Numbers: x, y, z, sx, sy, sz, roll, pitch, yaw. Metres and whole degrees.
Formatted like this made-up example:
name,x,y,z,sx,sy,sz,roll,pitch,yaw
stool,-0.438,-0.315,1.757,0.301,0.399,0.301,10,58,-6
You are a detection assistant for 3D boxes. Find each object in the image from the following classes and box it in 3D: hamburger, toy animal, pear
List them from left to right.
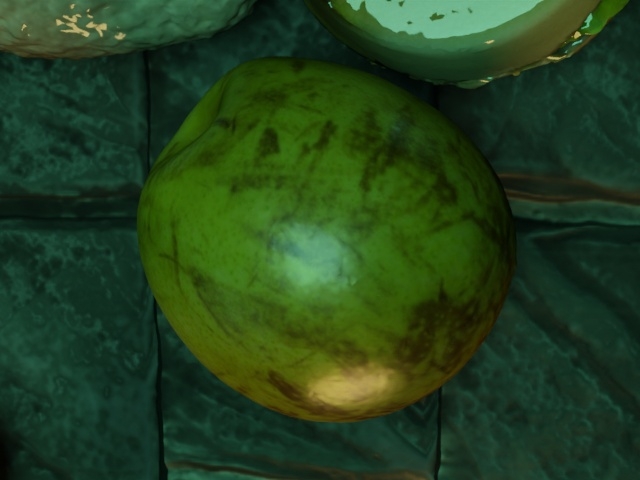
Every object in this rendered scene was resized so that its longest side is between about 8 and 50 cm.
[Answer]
name,x,y,z,sx,sy,sz,roll,pitch,yaw
toy animal,-0.228,-0.244,0.912,0.358,0.226,0.188,18,108,-19
pear,0.000,0.000,0.882,0.281,0.281,0.280,1,97,12
hamburger,0.105,-0.258,0.883,0.302,0.170,0.302,1,95,16
